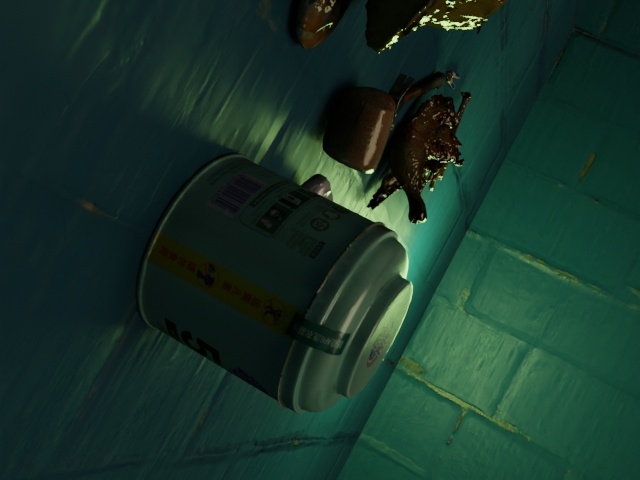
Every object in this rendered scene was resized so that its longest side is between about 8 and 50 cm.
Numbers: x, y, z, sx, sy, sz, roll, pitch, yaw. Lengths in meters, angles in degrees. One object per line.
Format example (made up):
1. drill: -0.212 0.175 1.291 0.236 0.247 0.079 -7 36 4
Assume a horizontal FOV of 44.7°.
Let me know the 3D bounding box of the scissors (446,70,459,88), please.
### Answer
1. scissors: 0.329 -0.405 1.947 0.039 0.012 0.113 -67 162 10

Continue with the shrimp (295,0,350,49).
1. shrimp: 0.040 -0.383 1.095 0.254 0.059 0.145 -64 165 3

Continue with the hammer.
1. hammer: 0.211 -0.325 1.700 0.287 0.033 0.111 -37 150 -55

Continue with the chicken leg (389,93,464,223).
1. chicken leg: 0.240 -0.197 1.777 0.322 0.177 0.083 -55 -164 -26

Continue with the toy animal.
1. toy animal: 0.342 -0.270 2.098 0.224 0.066 0.230 -42 148 -48

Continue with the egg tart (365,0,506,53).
1. egg tart: 0.215 -0.435 1.064 0.443 0.178 0.443 -57 -167 21

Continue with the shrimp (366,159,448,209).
1. shrimp: 0.204 -0.158 1.818 0.262 0.117 0.066 -46 119 -37

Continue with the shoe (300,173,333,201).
1. shoe: 0.000 0.000 1.399 0.095 0.137 0.245 -49 158 -49

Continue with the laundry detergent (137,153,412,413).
1. laundry detergent: -0.046 0.068 1.086 0.287 0.305 0.287 -52 160 -29

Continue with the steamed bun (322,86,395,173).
1. steamed bun: 0.070 -0.201 1.377 0.175 0.106 0.145 -48 156 -77
